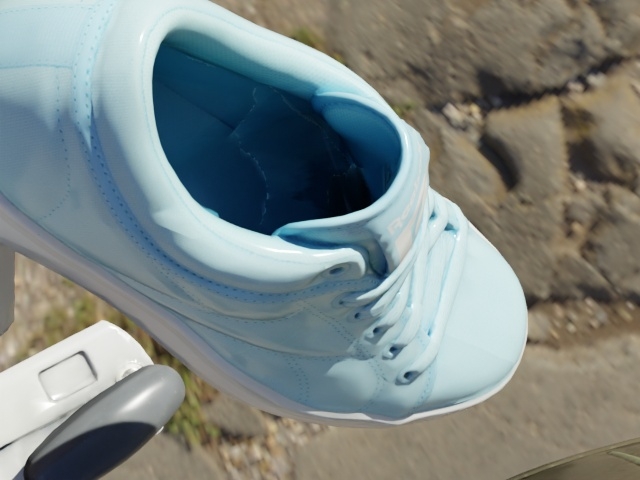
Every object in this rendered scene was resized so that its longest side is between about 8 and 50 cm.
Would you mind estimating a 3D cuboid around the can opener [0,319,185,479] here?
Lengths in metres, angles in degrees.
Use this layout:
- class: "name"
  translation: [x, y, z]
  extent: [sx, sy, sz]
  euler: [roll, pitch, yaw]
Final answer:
- class: "can opener"
  translation: [-0.209, 0.134, 1.113]
  extent: [0.283, 0.095, 0.076]
  euler: [-28, 96, -18]

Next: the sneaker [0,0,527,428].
- class: "sneaker"
  translation: [0.000, 0.000, 0.857]
  extent: [0.366, 0.150, 0.135]
  euler: [25, 73, -44]

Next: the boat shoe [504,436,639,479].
- class: "boat shoe"
  translation: [0.056, 0.167, 0.739]
  extent: [0.307, 0.111, 0.104]
  euler: [-24, 98, -17]

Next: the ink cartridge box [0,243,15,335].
- class: "ink cartridge box"
  translation: [-0.257, 0.027, 0.872]
  extent: [0.154, 0.212, 0.093]
  euler: [24, 127, 22]
